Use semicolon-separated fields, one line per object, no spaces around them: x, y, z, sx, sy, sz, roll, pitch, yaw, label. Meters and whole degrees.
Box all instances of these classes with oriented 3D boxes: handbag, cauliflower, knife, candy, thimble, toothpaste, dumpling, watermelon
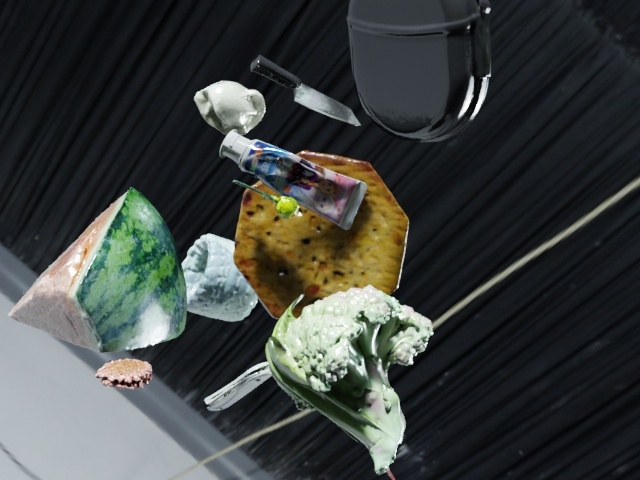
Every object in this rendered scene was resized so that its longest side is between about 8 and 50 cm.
0.150;-0.301;1.136;0.093;0.308;0.253;-24;27;-37;handbag
0.052;0.208;1.089;0.239;0.256;0.315;-11;67;-54;cauliflower
-0.021;-0.253;1.289;0.230;0.028;0.060;24;47;-25;knife
-0.085;-0.069;1.146;0.123;0.035;0.035;27;27;-32;candy
-0.255;0.099;1.876;0.172;0.250;0.205;18;66;-26;thimble
-0.051;-0.115;1.295;0.266;0.096;0.061;27;28;8;toothpaste
-0.196;0.344;1.699;0.073;0.265;0.041;-5;67;-40;knife
-0.245;-0.360;1.996;0.176;0.150;0.092;-8;16;-33;dumpling
-0.357;0.114;1.245;0.250;0.292;0.283;45;27;-10;watermelon

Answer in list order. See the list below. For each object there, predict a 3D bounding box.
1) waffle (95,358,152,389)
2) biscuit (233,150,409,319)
-0.297;0.201;1.107;0.083;0.029;0.075;5;11;11;waffle
0.000;-0.001;1.441;0.359;0.359;0.046;43;4;-1;biscuit
